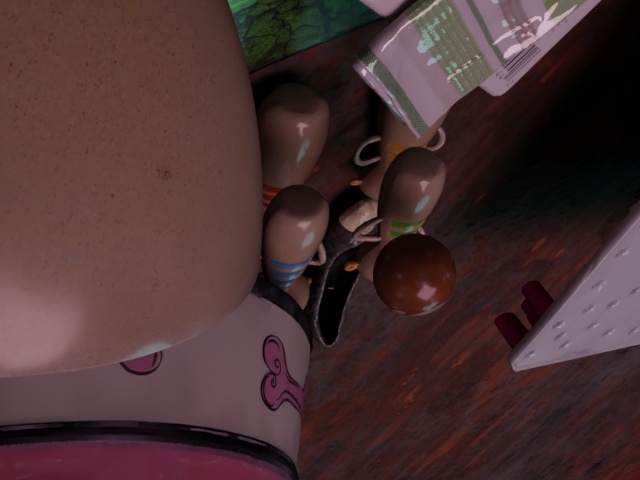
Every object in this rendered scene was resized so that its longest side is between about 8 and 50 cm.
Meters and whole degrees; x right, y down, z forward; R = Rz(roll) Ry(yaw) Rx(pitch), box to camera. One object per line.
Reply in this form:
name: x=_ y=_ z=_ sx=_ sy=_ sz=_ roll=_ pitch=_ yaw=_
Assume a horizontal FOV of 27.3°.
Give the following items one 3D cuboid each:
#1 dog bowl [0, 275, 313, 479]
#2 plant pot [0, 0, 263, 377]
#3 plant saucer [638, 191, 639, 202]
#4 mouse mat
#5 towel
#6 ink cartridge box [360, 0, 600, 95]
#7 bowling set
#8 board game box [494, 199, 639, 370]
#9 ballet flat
dog bowl: x=-0.198 y=0.151 z=0.854 sx=0.408 sy=0.150 sz=0.408 roll=-8 pitch=155 yaw=-4
plant pot: x=-0.155 y=-0.092 z=0.573 sx=0.284 sy=0.284 sz=0.191 roll=-9 pitch=119 yaw=-36
plant saucer: x=0.440 y=-0.150 z=1.197 sx=0.400 sy=0.100 sz=0.400 roll=-23 pitch=150 yaw=-14
mouse mat: x=0.000 y=-0.174 z=0.829 sx=0.190 sy=0.007 sz=0.152 roll=-26 pitch=151 yaw=-14
towel: x=0.099 y=-0.133 z=0.825 sx=0.152 sy=0.023 sz=0.113 roll=-37 pitch=154 yaw=8
ink cartridge box: x=0.130 y=-0.232 z=0.793 sx=0.261 sy=0.066 sz=0.296 roll=-43 pitch=152 yaw=16
bowling set: x=0.000 y=0.000 z=0.913 sx=0.287 sy=0.200 sz=0.154 roll=-14 pitch=148 yaw=-23
board game box: x=0.382 y=-0.047 z=1.148 sx=0.390 sy=0.050 sz=0.390 roll=-7 pitch=144 yaw=-38
ballet flat: x=0.023 y=0.024 z=1.115 sx=0.057 sy=0.049 sz=0.173 roll=-17 pitch=148 yaw=-28
